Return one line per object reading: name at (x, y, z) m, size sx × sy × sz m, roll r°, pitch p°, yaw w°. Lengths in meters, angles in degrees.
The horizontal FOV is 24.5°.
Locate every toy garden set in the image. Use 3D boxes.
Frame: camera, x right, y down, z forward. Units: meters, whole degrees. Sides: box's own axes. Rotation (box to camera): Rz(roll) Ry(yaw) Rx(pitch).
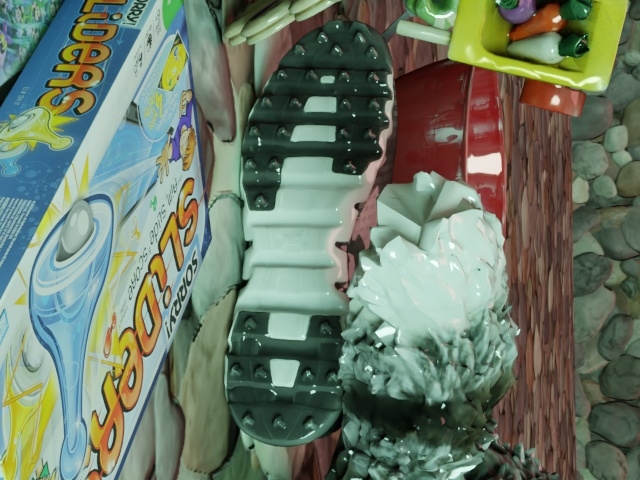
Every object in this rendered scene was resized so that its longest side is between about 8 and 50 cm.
toy garden set at (0.038, -0.172, 0.602) m, size 0.049 × 0.244 × 0.204 m, roll -95°, pitch -161°, yaw -83°

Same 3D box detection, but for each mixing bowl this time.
mixing bowl at (0.065, -0.038, 0.981) m, size 0.181 × 0.098 × 0.181 m, roll 0°, pitch 90°, yaw -76°

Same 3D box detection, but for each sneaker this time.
sneaker at (0.000, 0.000, 0.789) m, size 0.106 × 0.078 × 0.234 m, roll 55°, pitch 40°, yaw -70°

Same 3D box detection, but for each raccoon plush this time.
raccoon plush at (0.134, 0.206, 0.717) m, size 0.446 × 0.299 × 0.216 m, roll 90°, pitch 21°, yaw -50°

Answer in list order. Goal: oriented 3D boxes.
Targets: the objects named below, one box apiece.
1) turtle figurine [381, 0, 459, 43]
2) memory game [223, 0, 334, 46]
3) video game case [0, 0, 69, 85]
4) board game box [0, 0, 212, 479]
turtle figurine at (0.057, -0.249, 0.961) m, size 0.266 × 0.274 × 0.198 m, roll 27°, pitch 85°, yaw -52°
memory game at (0.030, -0.149, 0.725) m, size 0.012 × 0.186 × 0.186 m, roll 56°, pitch 25°, yaw -14°
video game case at (-0.118, -0.120, 0.443) m, size 0.143 × 0.019 × 0.157 m, roll -62°, pitch 148°, yaw -62°
board game box at (-0.084, 0.014, 0.499) m, size 0.201 × 0.035 × 0.136 m, roll -73°, pitch 166°, yaw -46°
